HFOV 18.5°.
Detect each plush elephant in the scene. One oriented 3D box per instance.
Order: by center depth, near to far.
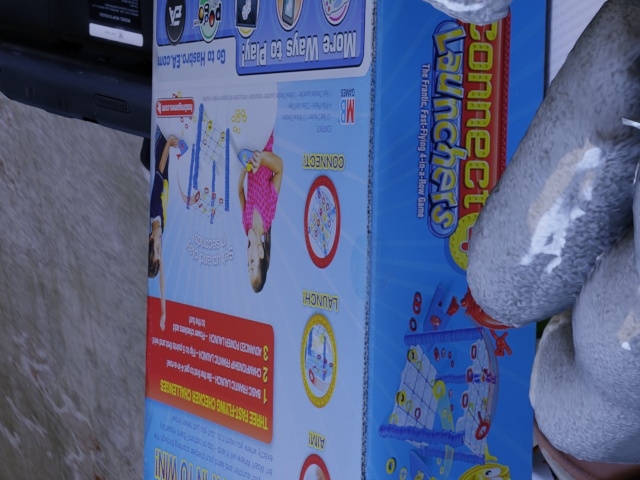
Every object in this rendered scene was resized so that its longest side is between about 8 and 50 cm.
[{"bbox_3d":[0.158,-0.090,0.660,0.330,0.272,0.255,39,-138,-61],"label":"plush elephant"}]

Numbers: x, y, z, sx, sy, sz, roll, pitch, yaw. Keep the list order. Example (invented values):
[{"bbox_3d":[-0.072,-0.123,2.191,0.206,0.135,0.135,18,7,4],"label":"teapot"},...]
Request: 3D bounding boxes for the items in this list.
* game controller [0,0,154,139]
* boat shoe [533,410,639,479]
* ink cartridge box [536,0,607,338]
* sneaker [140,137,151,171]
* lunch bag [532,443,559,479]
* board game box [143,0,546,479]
[{"bbox_3d":[-0.124,-0.152,1.298,0.319,0.067,0.166,17,107,41],"label":"game controller"},{"bbox_3d":[0.224,0.084,0.941,0.324,0.123,0.116,9,127,50],"label":"boat shoe"},{"bbox_3d":[0.138,-0.092,0.905,0.189,0.097,0.255,152,117,-69],"label":"ink cartridge box"},{"bbox_3d":[-0.114,-0.121,1.390,0.067,0.078,0.188,38,150,40],"label":"sneaker"},{"bbox_3d":[0.224,0.230,1.142,0.243,0.115,0.303,31,149,51],"label":"lunch bag"},{"bbox_3d":[0.000,0.000,0.991,0.308,0.086,0.302,-172,82,-67],"label":"board game box"}]
